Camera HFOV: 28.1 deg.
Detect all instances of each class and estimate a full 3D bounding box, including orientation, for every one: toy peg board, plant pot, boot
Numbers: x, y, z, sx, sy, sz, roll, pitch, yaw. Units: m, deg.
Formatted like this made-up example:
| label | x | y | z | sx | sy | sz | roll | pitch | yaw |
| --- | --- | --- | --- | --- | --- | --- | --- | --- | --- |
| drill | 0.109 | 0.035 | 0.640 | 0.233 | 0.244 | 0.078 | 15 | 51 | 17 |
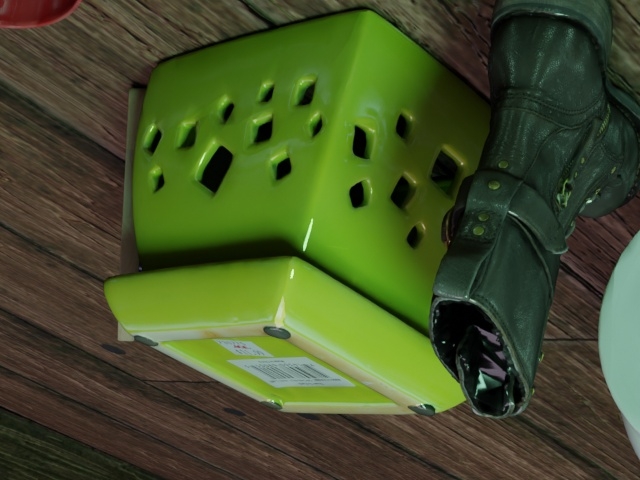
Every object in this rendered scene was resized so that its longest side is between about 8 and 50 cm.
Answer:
| label | x | y | z | sx | sy | sz | roll | pitch | yaw |
| --- | --- | --- | --- | --- | --- | --- | --- | --- | --- |
| toy peg board | -0.119 | -0.015 | 1.025 | 0.079 | 0.161 | 0.161 | 2 | 161 | -8 |
| plant pot | 0.000 | 0.000 | 0.887 | 0.228 | 0.207 | 0.227 | -7 | 149 | 45 |
| boot | 0.121 | -0.005 | 0.749 | 0.091 | 0.229 | 0.263 | 6 | 157 | 25 |

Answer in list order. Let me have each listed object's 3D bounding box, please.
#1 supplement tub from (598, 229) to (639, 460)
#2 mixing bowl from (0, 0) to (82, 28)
| label | x | y | z | sx | sy | sz | roll | pitch | yaw |
| --- | --- | --- | --- | --- | --- | --- | --- | --- | --- |
| supplement tub | 0.348 | 0.113 | 0.867 | 0.241 | 0.241 | 0.331 | -1 | 154 | 38 |
| mixing bowl | -0.194 | -0.201 | 0.666 | 0.181 | 0.098 | 0.181 | 13 | 160 | 5 |
